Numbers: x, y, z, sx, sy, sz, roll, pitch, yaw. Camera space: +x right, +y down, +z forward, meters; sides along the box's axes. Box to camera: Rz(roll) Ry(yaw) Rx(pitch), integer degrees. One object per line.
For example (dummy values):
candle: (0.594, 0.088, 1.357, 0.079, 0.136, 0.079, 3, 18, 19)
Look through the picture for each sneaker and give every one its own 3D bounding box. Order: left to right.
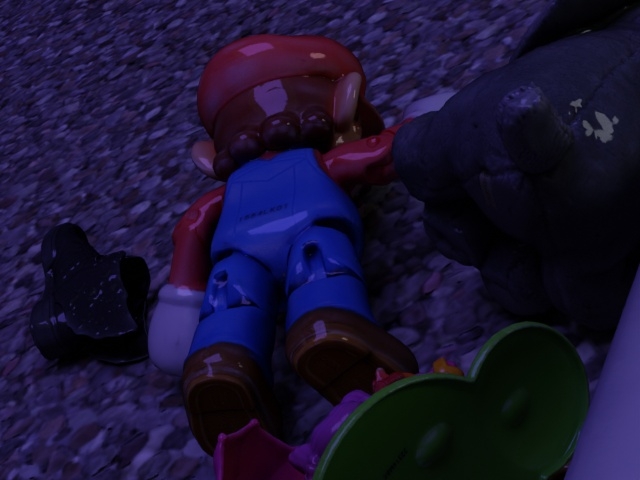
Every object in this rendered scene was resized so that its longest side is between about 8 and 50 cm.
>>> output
sneaker: (-0.159, 0.033, 1.004, 0.089, 0.051, 0.170, -22, 33, 13)

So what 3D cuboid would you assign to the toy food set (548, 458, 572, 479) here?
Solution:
toy food set: (0.137, 0.115, 0.624, 0.082, 0.020, 0.083, -29, 27, -1)

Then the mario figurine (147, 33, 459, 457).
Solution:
mario figurine: (0.000, 0.000, 0.881, 0.198, 0.170, 0.321, 9, 42, -6)

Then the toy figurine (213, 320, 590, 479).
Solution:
toy figurine: (0.019, 0.105, 0.652, 0.173, 0.130, 0.159, -49, 24, -23)

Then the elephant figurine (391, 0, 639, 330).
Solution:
elephant figurine: (0.165, -0.083, 0.767, 0.239, 0.169, 0.186, -44, 25, -18)

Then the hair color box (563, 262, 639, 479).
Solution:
hair color box: (0.214, 0.035, 0.485, 0.185, 0.114, 0.374, -14, 15, 25)
